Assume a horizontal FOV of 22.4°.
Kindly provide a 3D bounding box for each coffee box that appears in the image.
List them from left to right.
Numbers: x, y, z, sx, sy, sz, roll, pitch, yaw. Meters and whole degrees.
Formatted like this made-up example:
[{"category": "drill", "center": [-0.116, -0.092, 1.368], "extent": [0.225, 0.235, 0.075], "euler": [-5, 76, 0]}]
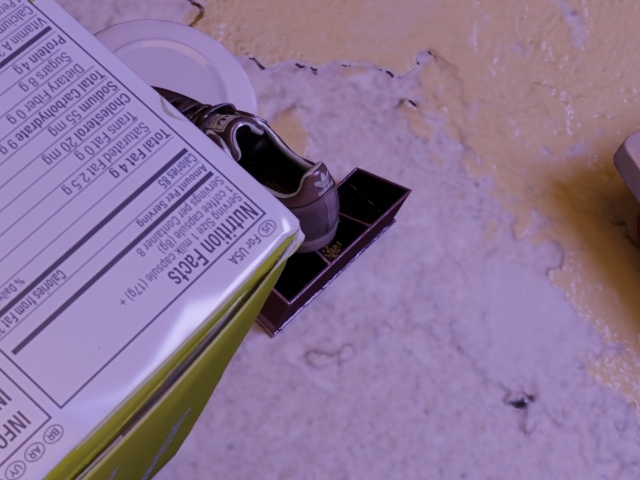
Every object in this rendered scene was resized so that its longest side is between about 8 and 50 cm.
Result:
[{"category": "coffee box", "center": [-0.267, 0.061, 0.820], "extent": [0.334, 0.337, 0.338], "euler": [41, 60, 6]}]

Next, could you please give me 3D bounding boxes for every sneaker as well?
[{"category": "sneaker", "center": [-0.064, -0.066, 1.049], "extent": [0.188, 0.071, 0.066], "euler": [29, 55, 18]}]

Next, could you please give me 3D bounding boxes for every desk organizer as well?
[{"category": "desk organizer", "center": [0.000, 0.000, 1.084], "extent": [0.047, 0.050, 0.130], "euler": [43, 62, 7]}]

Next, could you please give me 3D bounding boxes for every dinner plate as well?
[{"category": "dinner plate", "center": [-0.111, -0.096, 1.121], "extent": [0.141, 0.017, 0.141], "euler": [5, 65, -12]}]

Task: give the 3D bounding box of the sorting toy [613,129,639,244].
[{"category": "sorting toy", "center": [0.364, 0.005, 1.159], "extent": [0.257, 0.089, 0.255], "euler": [-25, 74, -24]}]
